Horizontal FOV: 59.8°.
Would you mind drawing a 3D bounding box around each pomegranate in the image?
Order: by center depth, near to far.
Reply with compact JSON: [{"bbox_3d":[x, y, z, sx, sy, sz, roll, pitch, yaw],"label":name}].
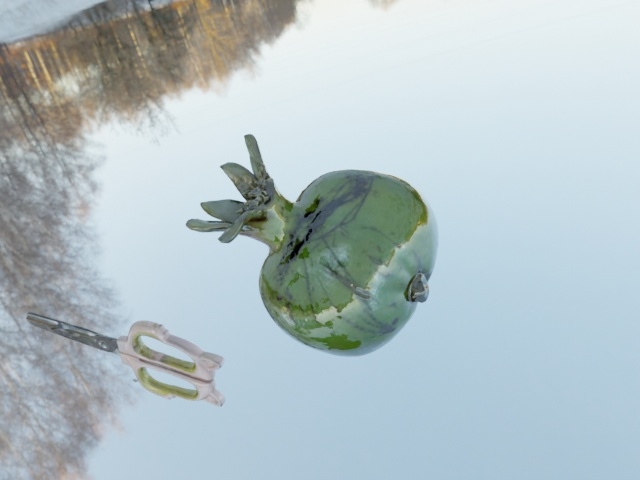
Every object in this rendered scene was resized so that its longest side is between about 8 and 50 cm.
[{"bbox_3d":[0.000,0.000,0.440,0.152,0.191,0.131,-60,-164,-20],"label":"pomegranate"}]

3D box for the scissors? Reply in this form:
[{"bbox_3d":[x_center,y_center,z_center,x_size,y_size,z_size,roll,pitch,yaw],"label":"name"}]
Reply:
[{"bbox_3d":[-0.283,0.156,0.789,0.318,0.160,0.024,15,-141,11],"label":"scissors"}]
